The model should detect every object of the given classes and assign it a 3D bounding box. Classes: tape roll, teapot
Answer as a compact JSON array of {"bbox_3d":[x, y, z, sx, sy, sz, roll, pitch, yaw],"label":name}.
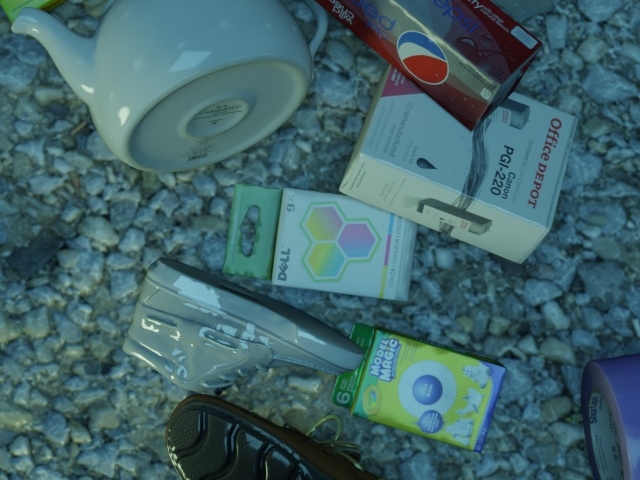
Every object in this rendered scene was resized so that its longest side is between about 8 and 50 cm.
[{"bbox_3d":[0.345,0.217,1.322,0.080,0.189,0.189,-9,92,-1],"label":"tape roll"},{"bbox_3d":[-0.138,-0.204,1.286,0.252,0.256,0.187,-31,70,16],"label":"teapot"}]

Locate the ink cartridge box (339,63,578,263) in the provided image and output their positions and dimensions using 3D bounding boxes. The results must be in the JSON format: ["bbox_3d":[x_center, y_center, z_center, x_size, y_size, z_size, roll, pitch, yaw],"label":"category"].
[{"bbox_3d":[0.152,-0.092,1.324,0.218,0.092,0.159,22,61,-4],"label":"ink cartridge box"}]

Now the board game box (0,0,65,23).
[{"bbox_3d":[-0.343,-0.338,1.352,0.092,0.043,0.181,-30,93,-1],"label":"board game box"}]

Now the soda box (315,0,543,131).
[{"bbox_3d":[0.096,-0.240,1.281,0.263,0.092,0.083,42,61,8],"label":"soda box"}]

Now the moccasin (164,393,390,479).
[{"bbox_3d":[0.003,0.281,1.348,0.380,0.147,0.139,26,105,-6],"label":"moccasin"}]

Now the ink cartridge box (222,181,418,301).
[{"bbox_3d":[0.000,0.000,1.366,0.209,0.062,0.109,8,92,-2],"label":"ink cartridge box"}]

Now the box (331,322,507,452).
[{"bbox_3d":[0.110,0.164,1.386,0.179,0.043,0.105,16,91,-1],"label":"box"}]

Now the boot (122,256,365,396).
[{"bbox_3d":[-0.089,0.122,1.362,0.258,0.095,0.123,23,97,6],"label":"boot"}]
